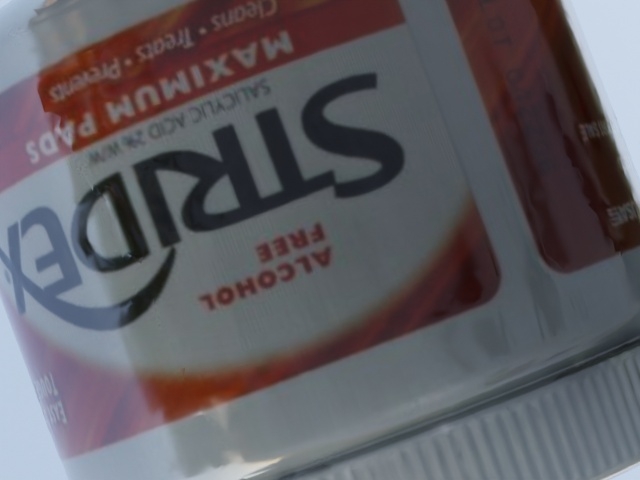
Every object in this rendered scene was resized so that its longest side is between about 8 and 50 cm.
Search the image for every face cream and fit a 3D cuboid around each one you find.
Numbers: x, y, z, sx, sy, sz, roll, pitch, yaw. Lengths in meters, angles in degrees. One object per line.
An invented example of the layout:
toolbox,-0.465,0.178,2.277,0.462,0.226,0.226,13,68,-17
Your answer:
face cream,0.000,0.000,0.616,0.201,0.201,0.187,-18,-93,-40
